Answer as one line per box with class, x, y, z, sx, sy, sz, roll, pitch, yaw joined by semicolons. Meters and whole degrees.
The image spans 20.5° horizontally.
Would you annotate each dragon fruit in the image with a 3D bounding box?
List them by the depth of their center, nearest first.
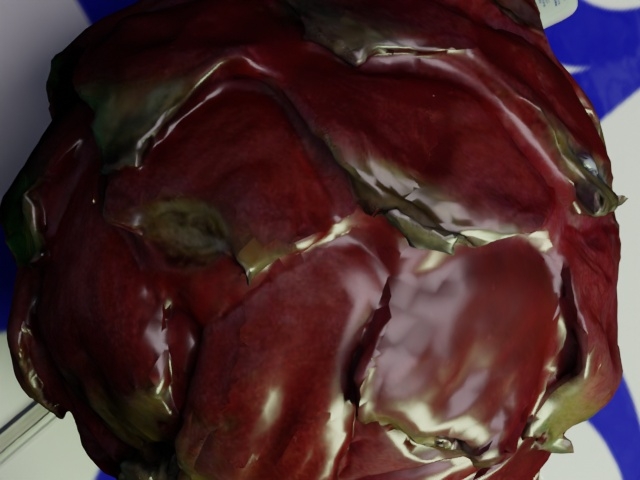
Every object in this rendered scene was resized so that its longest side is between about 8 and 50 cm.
dragon fruit;-0.002;-0.002;0.867;0.329;0.329;0.329;-3;96;-34

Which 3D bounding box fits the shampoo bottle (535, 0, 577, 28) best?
shampoo bottle;0.105;-0.149;1.078;0.099;0.043;0.072;-34;112;-27
